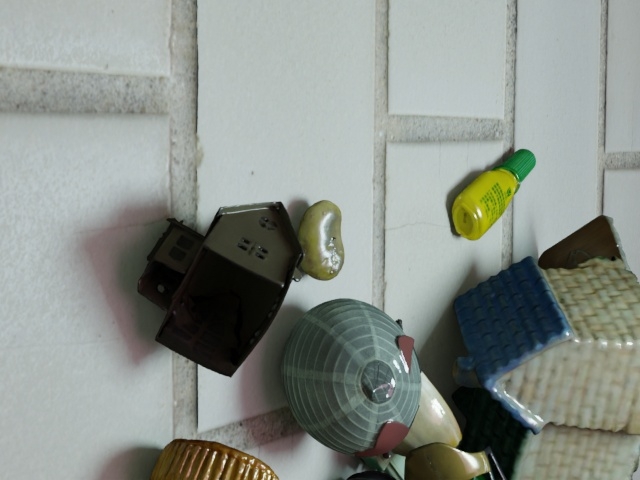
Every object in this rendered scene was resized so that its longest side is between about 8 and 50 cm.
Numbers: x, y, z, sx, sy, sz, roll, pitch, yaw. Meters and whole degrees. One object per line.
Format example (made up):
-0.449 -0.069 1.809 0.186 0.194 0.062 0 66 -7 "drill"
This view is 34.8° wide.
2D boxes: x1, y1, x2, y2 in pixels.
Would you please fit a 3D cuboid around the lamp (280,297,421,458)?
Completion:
0.054 0.228 1.676 0.233 0.233 0.266 -1 91 -51 "lamp"

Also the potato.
0.000 0.000 1.729 0.091 0.070 0.138 -7 96 -49 "potato"

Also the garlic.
0.150 0.284 1.838 0.245 0.145 0.164 56 22 16 "garlic"

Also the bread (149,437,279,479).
-0.151 0.353 1.470 0.199 0.199 0.104 46 54 -42 "bread"

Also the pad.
0.599 0.117 2.286 0.018 0.286 0.284 -5 70 -27 "pad"

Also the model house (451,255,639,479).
0.435 0.278 2.078 0.395 0.399 0.446 -101 -164 -62 "model house"

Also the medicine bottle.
0.380 -0.111 2.192 0.309 0.076 0.111 -40 128 -42 "medicine bottle"

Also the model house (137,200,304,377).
-0.136 0.029 1.487 0.211 0.204 0.243 -58 -177 32 "model house"

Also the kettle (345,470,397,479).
0.077 0.558 1.796 0.268 0.207 0.290 81 17 -57 "kettle"

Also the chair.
0.249 0.462 1.793 0.172 0.158 0.247 0 67 -67 "chair"

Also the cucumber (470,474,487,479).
0.260 0.518 1.985 0.130 0.191 0.191 46 55 -16 "cucumber"

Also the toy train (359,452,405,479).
0.139 0.395 1.930 0.125 0.080 0.194 -52 130 -23 "toy train"
